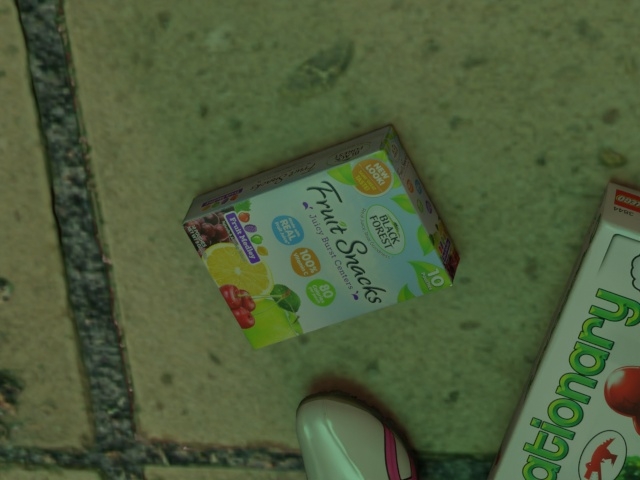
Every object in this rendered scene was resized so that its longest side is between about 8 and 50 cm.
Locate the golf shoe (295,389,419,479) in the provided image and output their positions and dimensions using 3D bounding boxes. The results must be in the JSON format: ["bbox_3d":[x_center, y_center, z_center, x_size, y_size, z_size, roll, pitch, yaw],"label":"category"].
[{"bbox_3d":[0.034,0.182,1.278,0.067,0.086,0.186,-18,113,24],"label":"golf shoe"}]

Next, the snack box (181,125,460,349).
[{"bbox_3d":[0.000,0.000,1.206,0.141,0.037,0.100,-19,115,22],"label":"snack box"}]

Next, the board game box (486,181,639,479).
[{"bbox_3d":[0.216,0.128,1.221,0.193,0.053,0.305,19,122,2],"label":"board game box"}]
